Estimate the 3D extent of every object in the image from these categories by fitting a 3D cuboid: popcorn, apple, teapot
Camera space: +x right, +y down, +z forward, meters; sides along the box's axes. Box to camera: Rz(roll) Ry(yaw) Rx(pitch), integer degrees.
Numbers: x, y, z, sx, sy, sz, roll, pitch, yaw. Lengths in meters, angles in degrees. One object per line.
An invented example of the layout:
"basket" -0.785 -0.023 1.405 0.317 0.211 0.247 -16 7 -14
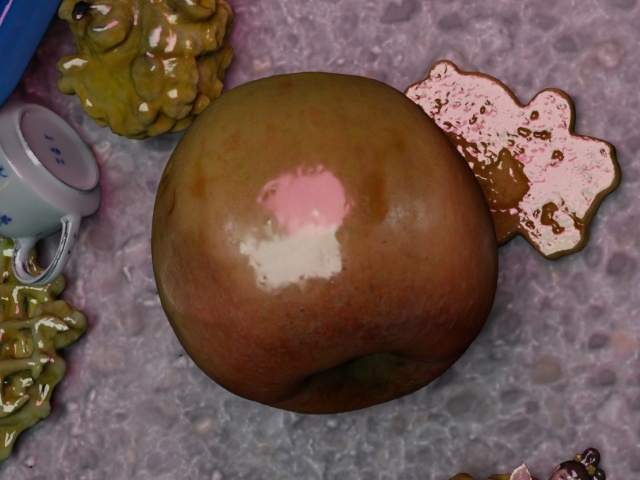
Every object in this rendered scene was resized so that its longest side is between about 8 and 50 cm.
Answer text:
"popcorn" -0.192 -0.216 1.748 0.189 0.169 0.218 13 83 14
"apple" 0.000 0.000 1.605 0.338 0.338 0.305 -21 64 13
"teapot" -0.334 -0.058 1.793 0.159 0.159 0.232 -33 68 11

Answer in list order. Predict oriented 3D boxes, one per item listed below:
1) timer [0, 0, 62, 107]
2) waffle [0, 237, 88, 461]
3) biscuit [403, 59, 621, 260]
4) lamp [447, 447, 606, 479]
"timer" -0.428 -0.280 1.789 0.309 0.115 0.340 15 73 32
"waffle" -0.426 0.116 1.839 0.297 0.073 0.317 40 96 14
"biscuit" 0.187 -0.086 1.706 0.249 0.035 0.184 28 93 16
"lamp" 0.171 0.289 1.647 0.253 0.118 0.118 -25 80 13
